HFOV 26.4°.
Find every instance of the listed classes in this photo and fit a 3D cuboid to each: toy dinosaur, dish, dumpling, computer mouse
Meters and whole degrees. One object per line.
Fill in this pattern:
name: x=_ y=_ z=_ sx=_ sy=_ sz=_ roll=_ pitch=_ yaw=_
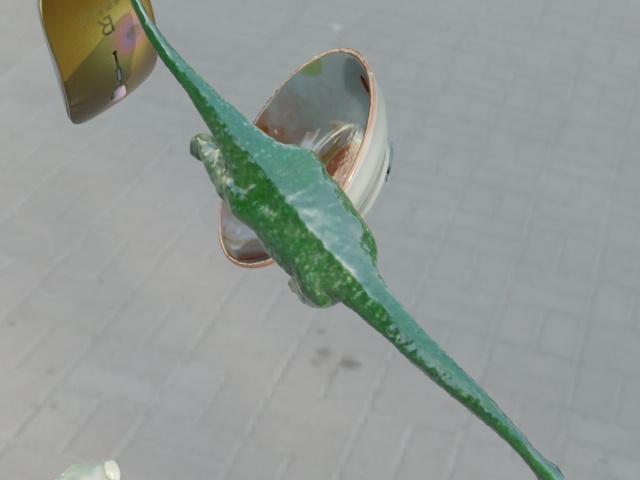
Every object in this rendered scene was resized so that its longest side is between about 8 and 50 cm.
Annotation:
toy dinosaur: x=0.000 y=0.000 z=1.018 sx=0.087 sy=0.447 sz=0.301 roll=-41 pitch=18 yaw=-2
dish: x=0.001 y=-0.072 z=1.457 sx=0.085 sy=0.260 sz=0.260 roll=28 pitch=19 yaw=-29
dumpling: x=-0.261 y=0.278 z=1.522 sx=0.052 sy=0.057 sz=0.076 roll=-1 pitch=11 yaw=22
computer mouse: x=-0.301 y=-0.273 z=1.856 sx=0.158 sy=0.310 sz=0.072 roll=-37 pitch=64 yaw=-20
